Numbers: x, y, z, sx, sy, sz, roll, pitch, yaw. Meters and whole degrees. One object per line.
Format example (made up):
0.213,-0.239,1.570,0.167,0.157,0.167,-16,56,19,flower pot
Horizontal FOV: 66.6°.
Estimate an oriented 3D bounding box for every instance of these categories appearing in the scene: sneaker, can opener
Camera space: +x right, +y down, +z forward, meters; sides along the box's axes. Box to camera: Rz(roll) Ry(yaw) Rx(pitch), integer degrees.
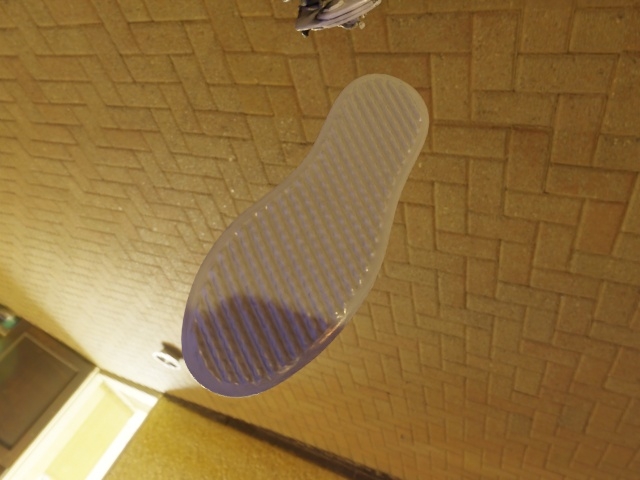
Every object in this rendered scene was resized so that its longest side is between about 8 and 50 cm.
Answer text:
0.000,0.000,0.493,0.135,0.365,0.150,32,153,7,sneaker
0.013,-0.273,0.466,0.074,0.280,0.093,-13,129,15,can opener
